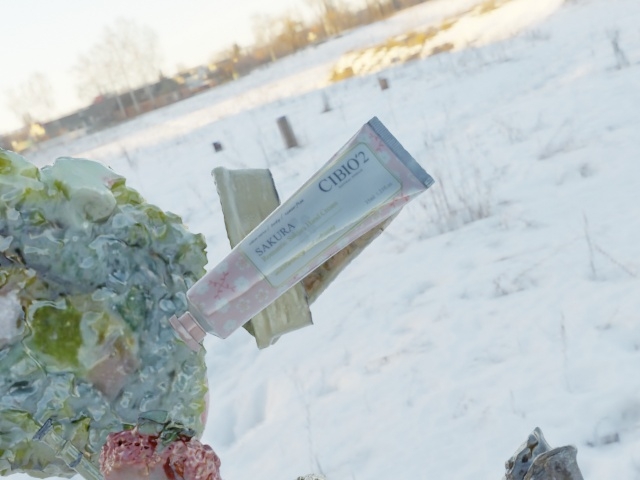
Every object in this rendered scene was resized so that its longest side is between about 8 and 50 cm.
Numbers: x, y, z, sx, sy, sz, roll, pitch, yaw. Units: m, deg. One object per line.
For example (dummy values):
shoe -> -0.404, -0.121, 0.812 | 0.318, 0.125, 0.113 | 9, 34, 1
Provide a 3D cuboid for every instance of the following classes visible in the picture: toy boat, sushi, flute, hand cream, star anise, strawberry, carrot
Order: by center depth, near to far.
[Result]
hand cream -> -0.017, 0.001, 0.644 | 0.209, 0.067, 0.043 | -41, -10, -7
strawberry -> -0.129, 0.193, 0.703 | 0.152, 0.103, 0.048 | -64, 0, 34
flute -> -0.177, 0.254, 0.853 | 0.027, 0.233, 0.027 | -47, 2, 2
toy boat -> -0.058, 0.010, 0.914 | 0.061, 0.188, 0.116 | -16, -2, -2
star anise -> 0.245, 0.305, 1.023 | 0.073, 0.197, 0.212 | 9, -24, -3
sushi -> -0.329, 0.084, 1.034 | 0.396, 0.352, 0.240 | 13, -12, -37
carrot -> 0.000, 0.000, 1.200 | 0.302, 0.114, 0.114 | -47, 14, -4

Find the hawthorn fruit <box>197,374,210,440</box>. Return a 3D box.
hawthorn fruit -> -0.285, 0.258, 1.397 | 0.276, 0.308, 0.276 | -26, 21, 10

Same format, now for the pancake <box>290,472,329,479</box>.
pancake -> -0.077, 0.544, 1.430 | 0.382, 0.071, 0.382 | -59, 11, 18
